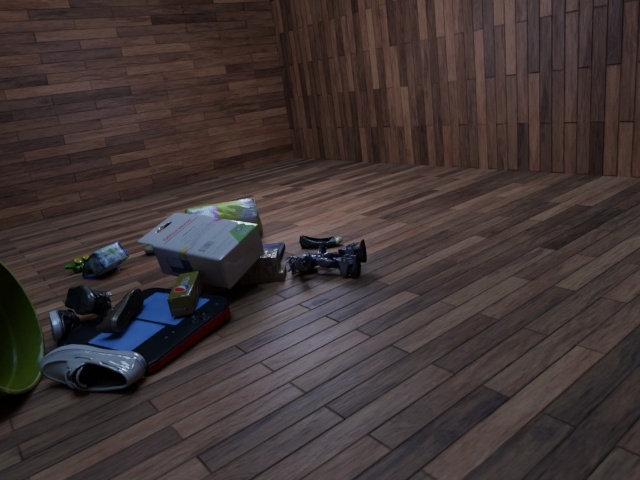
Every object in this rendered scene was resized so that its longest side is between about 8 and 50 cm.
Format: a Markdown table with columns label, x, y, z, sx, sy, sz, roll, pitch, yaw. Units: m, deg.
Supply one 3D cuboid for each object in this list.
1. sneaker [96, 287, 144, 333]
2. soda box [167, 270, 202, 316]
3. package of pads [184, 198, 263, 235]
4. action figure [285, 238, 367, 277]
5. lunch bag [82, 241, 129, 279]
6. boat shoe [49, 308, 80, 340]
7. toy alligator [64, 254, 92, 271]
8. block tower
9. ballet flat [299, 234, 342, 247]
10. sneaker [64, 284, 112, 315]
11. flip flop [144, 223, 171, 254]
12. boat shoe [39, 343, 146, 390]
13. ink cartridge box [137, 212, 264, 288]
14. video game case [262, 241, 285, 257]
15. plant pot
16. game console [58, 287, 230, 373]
| label | x | y | z | sx | sy | sz | roll | pitch | yaw |
| --- | --- | --- | --- | --- | --- | --- | --- | --- | --- |
| sneaker | -0.563 | 0.193 | 1.428 | 0.071 | 0.066 | 0.188 | -9 | 22 | 8 |
| soda box | -0.388 | 0.151 | 1.467 | 0.062 | 0.058 | 0.181 | -9 | 19 | -1 |
| package of pads | -0.402 | -0.075 | 2.131 | 0.297 | 0.101 | 0.229 | -10 | -20 | -4 |
| action figure | 0.008 | 0.062 | 1.698 | 0.285 | 0.099 | 0.185 | -3 | 23 | 26 |
| lunch bag | -0.854 | 0.090 | 2.002 | 0.151 | 0.096 | 0.129 | -32 | 2 | 34 |
| boat shoe | -0.747 | 0.240 | 1.490 | 0.076 | 0.080 | 0.229 | -10 | 1 | -26 |
| toy alligator | -0.968 | 0.093 | 2.117 | 0.051 | 0.056 | 0.190 | 43 | 35 | 12 |
| block tower | -0.289 | 0.097 | 1.721 | 0.336 | 0.097 | 0.091 | -6 | 18 | 4 |
| ballet flat | 0.000 | 0.000 | 1.966 | 0.173 | 0.049 | 0.057 | -4 | 19 | 13 |
| sneaker | -0.682 | 0.185 | 1.538 | 0.130 | 0.087 | 0.228 | 14 | -12 | -35 |
| flip flop | -0.669 | -0.034 | 2.252 | 0.112 | 0.080 | 0.277 | 1 | 32 | 47 |
| boat shoe | -0.547 | 0.308 | 1.187 | 0.268 | 0.096 | 0.088 | 4 | 15 | 9 |
| ink cartridge box | -0.389 | 0.023 | 1.652 | 0.354 | 0.119 | 0.207 | 10 | 38 | 28 |
| video game case | -0.244 | 0.063 | 1.901 | 0.196 | 0.026 | 0.274 | -7 | 14 | 5 |
| plant pot | -0.917 | 0.250 | 1.180 | 0.353 | 0.366 | 0.366 | -22 | 19 | -5 |
| game console | -0.483 | 0.236 | 1.431 | 0.387 | 0.060 | 0.342 | 2 | 20 | 32 |
